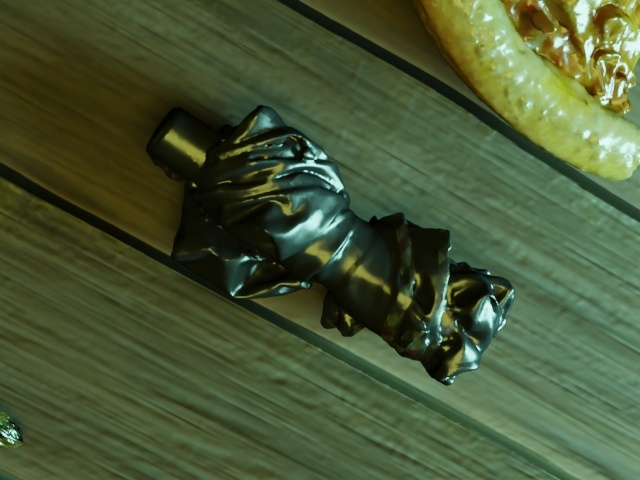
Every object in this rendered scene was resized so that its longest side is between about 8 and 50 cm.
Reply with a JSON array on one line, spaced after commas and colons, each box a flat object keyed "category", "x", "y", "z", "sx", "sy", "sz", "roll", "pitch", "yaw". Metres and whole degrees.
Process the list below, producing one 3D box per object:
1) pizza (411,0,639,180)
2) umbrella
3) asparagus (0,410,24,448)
[{"category": "pizza", "x": 0.136, "y": -0.202, "z": 1.150, "sx": 0.182, "sy": 0.074, "sz": 0.365, "roll": -28, "pitch": 109, "yaw": -13}, {"category": "umbrella", "x": 0.000, "y": 0.001, "z": 1.192, "sx": 0.272, "sy": 0.110, "sz": 0.122, "roll": 32, "pitch": 134, "yaw": -14}, {"category": "asparagus", "x": -0.283, "y": 0.107, "z": 1.225, "sx": 0.165, "sy": 0.030, "sz": 0.036, "roll": 29, "pitch": 77, "yaw": -13}]
